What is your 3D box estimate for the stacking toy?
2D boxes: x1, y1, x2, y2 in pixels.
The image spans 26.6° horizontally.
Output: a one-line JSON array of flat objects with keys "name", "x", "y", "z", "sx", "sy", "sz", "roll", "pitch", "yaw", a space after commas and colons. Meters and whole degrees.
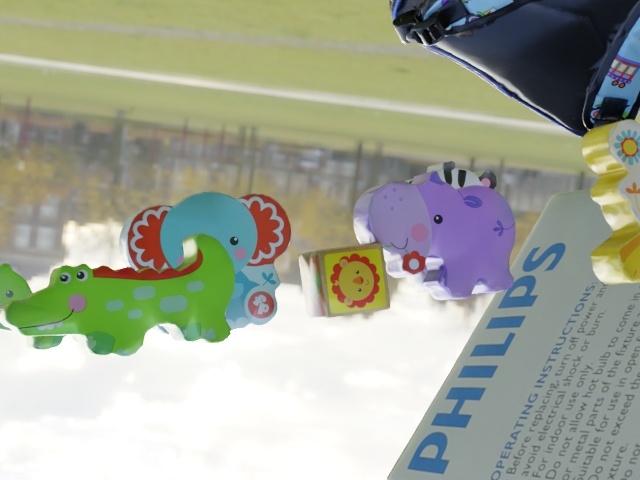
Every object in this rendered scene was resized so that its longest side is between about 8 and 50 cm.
[{"name": "stacking toy", "x": 0.000, "y": 0.000, "z": 0.438, "sx": 0.221, "sy": 0.052, "sz": 0.167, "roll": -8, "pitch": 179, "yaw": -19}]

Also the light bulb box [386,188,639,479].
[{"name": "light bulb box", "x": 0.296, "y": 0.156, "z": 0.692, "sx": 0.361, "sy": 0.225, "sz": 0.358, "roll": -5, "pitch": 134, "yaw": 52}]

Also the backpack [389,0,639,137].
[{"name": "backpack", "x": 0.132, "y": -0.155, "z": 0.660, "sx": 0.158, "sy": 0.173, "sz": 0.116, "roll": 26, "pitch": -146, "yaw": -23}]
